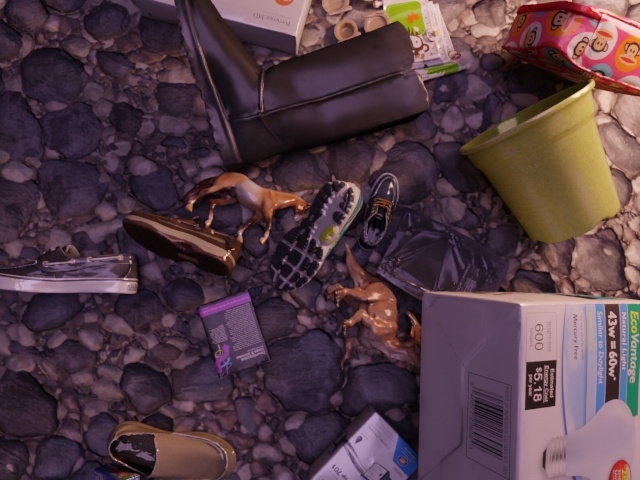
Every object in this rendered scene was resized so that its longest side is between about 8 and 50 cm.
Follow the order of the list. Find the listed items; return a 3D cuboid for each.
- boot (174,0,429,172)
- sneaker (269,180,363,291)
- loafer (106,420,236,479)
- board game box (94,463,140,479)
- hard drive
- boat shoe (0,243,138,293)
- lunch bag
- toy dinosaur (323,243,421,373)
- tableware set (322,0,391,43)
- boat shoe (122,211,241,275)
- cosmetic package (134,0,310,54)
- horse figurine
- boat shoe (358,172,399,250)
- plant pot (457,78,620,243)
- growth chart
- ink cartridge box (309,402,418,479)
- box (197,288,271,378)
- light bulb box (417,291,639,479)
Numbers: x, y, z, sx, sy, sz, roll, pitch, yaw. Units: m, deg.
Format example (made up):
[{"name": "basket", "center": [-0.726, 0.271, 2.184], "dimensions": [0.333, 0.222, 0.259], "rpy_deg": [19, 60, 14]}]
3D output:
[{"name": "boot", "center": [-0.030, -0.373, 0.944], "dimensions": [0.445, 0.146, 0.367], "rpy_deg": [-16, 107, -1]}, {"name": "sneaker", "center": [0.000, 0.000, 0.974], "dimensions": [0.107, 0.110, 0.275], "rpy_deg": [43, 102, 20]}, {"name": "loafer", "center": [-0.306, 0.436, 0.919], "dimensions": [0.268, 0.092, 0.102], "rpy_deg": [10, 83, 0]}, {"name": "board game box", "center": [-0.392, 0.554, 0.890], "dimensions": [0.136, 0.035, 0.201], "rpy_deg": [-11, 82, 42]}, {"name": "hard drive", "center": [0.261, 0.061, 0.992], "dimensions": [0.254, 0.054, 0.172], "rpy_deg": [28, 80, -1]}, {"name": "boat shoe", "center": [-0.536, 0.059, 0.952], "dimensions": [0.301, 0.108, 0.102], "rpy_deg": [1, 83, -4]}, {"name": "lunch bag", "center": [0.547, -0.401, 0.968], "dimensions": [0.293, 0.258, 0.120], "rpy_deg": [14, 109, -16]}, {"name": "toy dinosaur", "center": [0.125, 0.152, 0.956], "dimensions": [0.200, 0.127, 0.296], "rpy_deg": [-9, 67, -13]}, {"name": "tableware set", "center": [0.084, -0.536, 1.071], "dimensions": [0.141, 0.020, 0.169], "rpy_deg": [-18, 84, 6]}, {"name": "boat shoe", "center": [-0.291, -0.009, 0.986], "dimensions": [0.257, 0.095, 0.095], "rpy_deg": [24, 52, 4]}, {"name": "cosmetic package", "center": [-0.200, -0.618, 1.047], "dimensions": [0.377, 0.097, 0.284], "rpy_deg": [14, 86, 0]}, {"name": "horse figurine", "center": [-0.169, -0.081, 0.981], "dimensions": [0.263, 0.066, 0.174], "rpy_deg": [23, 53, 11]}, {"name": "boat shoe", "center": [0.133, -0.067, 0.994], "dimensions": [0.065, 0.083, 0.183], "rpy_deg": [17, 83, 1]}, {"name": "plant pot", "center": [0.467, -0.143, 0.941], "dimensions": [0.276, 0.276, 0.254], "rpy_deg": [-30, 97, -5]}, {"name": "growth chart", "center": [0.230, -0.480, 1.078], "dimensions": [0.172, 0.021, 0.237], "rpy_deg": [-21, 84, -3]}, {"name": "ink cartridge box", "center": [0.089, 0.457, 0.933], "dimensions": [0.190, 0.082, 0.139], "rpy_deg": [-44, 86, -7]}, {"name": "box", "center": [-0.185, 0.199, 0.983], "dimensions": [0.116, 0.029, 0.162], "rpy_deg": [-18, 83, -3]}, {"name": "light bulb box", "center": [0.383, 0.273, 0.814], "dimensions": [0.361, 0.225, 0.358], "rpy_deg": [3, 88, -27]}]
